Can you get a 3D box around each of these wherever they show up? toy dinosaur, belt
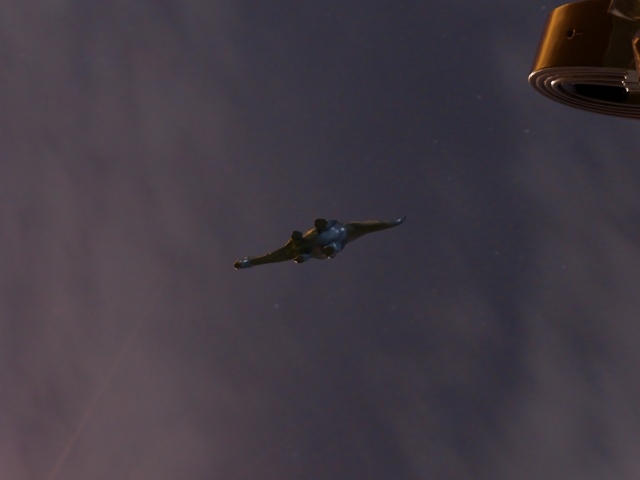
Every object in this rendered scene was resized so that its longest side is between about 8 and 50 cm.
[{"bbox_3d":[0.000,0.000,1.090,0.080,0.197,0.045,133,-60,-89],"label":"toy dinosaur"},{"bbox_3d":[0.478,-0.267,1.474,0.338,0.217,0.122,11,-101,40],"label":"belt"}]

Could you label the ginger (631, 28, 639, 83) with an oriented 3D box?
[{"bbox_3d":[0.573,-0.160,1.174,0.418,0.254,0.176,23,-78,21],"label":"ginger"}]
